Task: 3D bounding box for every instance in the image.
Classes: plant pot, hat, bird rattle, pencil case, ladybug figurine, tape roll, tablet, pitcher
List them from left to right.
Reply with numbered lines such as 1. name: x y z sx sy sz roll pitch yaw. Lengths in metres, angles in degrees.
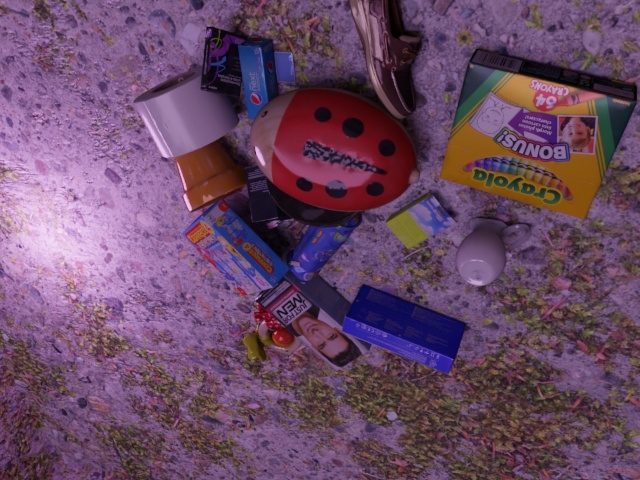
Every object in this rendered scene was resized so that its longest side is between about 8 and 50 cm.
1. tape roll: -0.369 -0.360 1.740 0.246 0.246 0.169 -8 119 31
2. plant pot: -0.341 -0.211 1.882 0.205 0.205 0.187 -23 95 37
3. bird rattle: -0.156 0.314 2.242 0.207 0.143 0.253 23 119 -5
4. tablet: -0.095 -0.464 1.683 0.054 0.006 0.083 10 126 21
5. pencil case: 0.000 0.000 1.895 0.119 0.133 0.306 56 134 20
6. hat: 0.009 -0.208 1.724 0.332 0.134 0.331 2 103 8
7. ladybug figurine: 0.030 -0.221 1.565 0.450 0.162 0.305 14 104 6
8. pitcher: 0.449 0.022 1.633 0.178 0.207 0.125 -8 120 30

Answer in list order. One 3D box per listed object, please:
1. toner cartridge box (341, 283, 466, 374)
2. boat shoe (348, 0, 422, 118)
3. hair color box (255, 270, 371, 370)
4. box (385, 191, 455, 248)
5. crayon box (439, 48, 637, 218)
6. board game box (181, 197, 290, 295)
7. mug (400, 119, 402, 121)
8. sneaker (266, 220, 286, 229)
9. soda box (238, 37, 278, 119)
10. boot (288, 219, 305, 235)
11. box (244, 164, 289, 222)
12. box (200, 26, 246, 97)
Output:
1. toner cartridge box: 0.258 0.269 1.939 0.348 0.165 0.075 21 130 13
2. boat shoe: 0.177 -0.455 1.482 0.123 0.123 0.342 -7 114 32
3. hair color box: -0.012 0.248 2.094 0.374 0.113 0.185 42 131 -7
4. box: 0.283 -0.058 1.766 0.109 0.042 0.178 47 130 -12
5. crayon box: 0.495 -0.247 1.478 0.363 0.106 0.313 18 130 14
6. board game box: -0.278 0.031 2.007 0.302 0.086 0.308 46 156 -10
7. mug: 0.176 -0.295 1.647 0.064 0.078 0.062 37 165 9
8. sneaker: -0.115 -0.097 1.925 0.178 0.072 0.077 -25 99 32
9. soda box: -0.164 -0.433 1.700 0.071 0.067 0.210 10 127 21
10. boot: -0.050 -0.056 1.928 0.087 0.118 0.042 -33 82 5
11. box: -0.127 -0.137 1.806 0.093 0.156 0.158 -8 90 30
12. box: -0.253 -0.464 1.647 0.029 0.116 0.162 15 100 42
